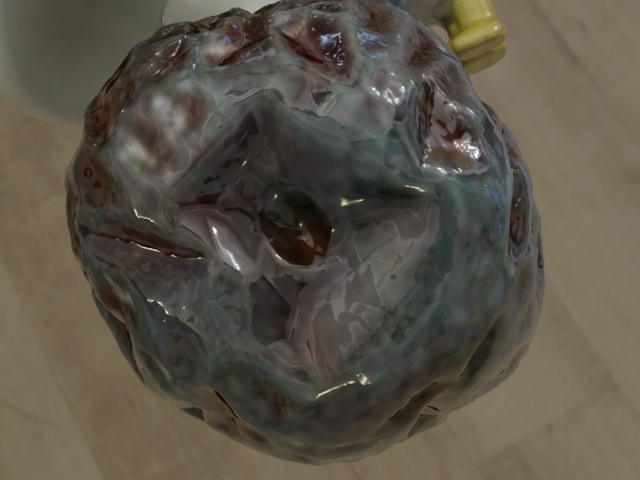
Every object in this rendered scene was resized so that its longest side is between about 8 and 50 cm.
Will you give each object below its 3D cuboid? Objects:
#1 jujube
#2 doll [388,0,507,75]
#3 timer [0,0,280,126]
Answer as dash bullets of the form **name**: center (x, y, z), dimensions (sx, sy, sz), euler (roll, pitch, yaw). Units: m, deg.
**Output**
- **jujube**: center (0.000, 0.000, 0.776), dimensions (0.226, 0.317, 0.226), euler (-1, 86, 7)
- **doll**: center (0.032, -0.204, 0.909), dimensions (0.241, 0.135, 0.099), euler (49, 123, 9)
- **timer**: center (-0.139, -0.183, 1.069), dimensions (0.240, 0.233, 0.233), euler (33, 72, 36)
